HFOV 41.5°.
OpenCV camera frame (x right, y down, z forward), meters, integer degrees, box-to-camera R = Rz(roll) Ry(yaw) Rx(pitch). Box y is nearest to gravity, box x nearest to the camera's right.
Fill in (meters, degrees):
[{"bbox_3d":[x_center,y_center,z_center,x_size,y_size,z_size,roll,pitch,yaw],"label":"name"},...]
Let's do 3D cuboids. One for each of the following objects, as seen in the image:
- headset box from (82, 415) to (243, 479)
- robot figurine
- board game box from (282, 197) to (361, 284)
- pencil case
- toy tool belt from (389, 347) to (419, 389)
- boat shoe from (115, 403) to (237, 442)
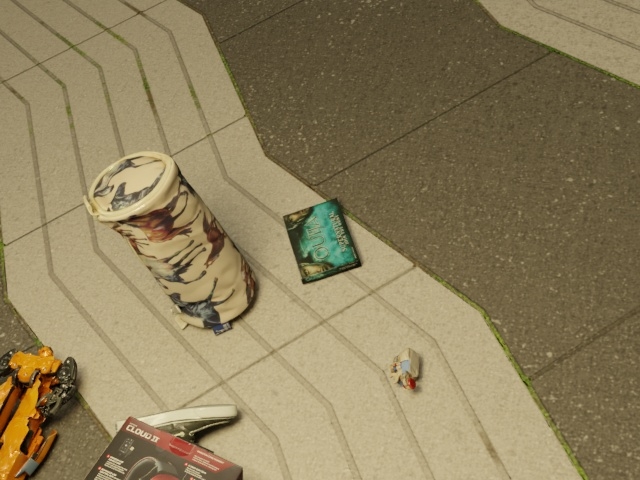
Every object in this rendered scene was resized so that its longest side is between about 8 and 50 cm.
[{"bbox_3d":[-0.269,0.432,1.332,0.218,0.110,0.293,20,47,12],"label":"headset box"},{"bbox_3d":[-0.571,0.331,1.583,0.211,0.085,0.291,6,52,21],"label":"robot figurine"},{"bbox_3d":[0.000,0.000,1.740,0.126,0.026,0.186,-19,47,0],"label":"board game box"},{"bbox_3d":[-0.268,0.009,1.555,0.183,0.410,0.160,-45,50,-13],"label":"pencil case"},{"bbox_3d":[0.145,0.232,1.485,0.051,0.052,0.083,-29,35,35],"label":"toy tool belt"},{"bbox_3d":[-0.252,0.336,1.499,0.219,0.078,0.070,-11,82,3],"label":"boat shoe"}]
